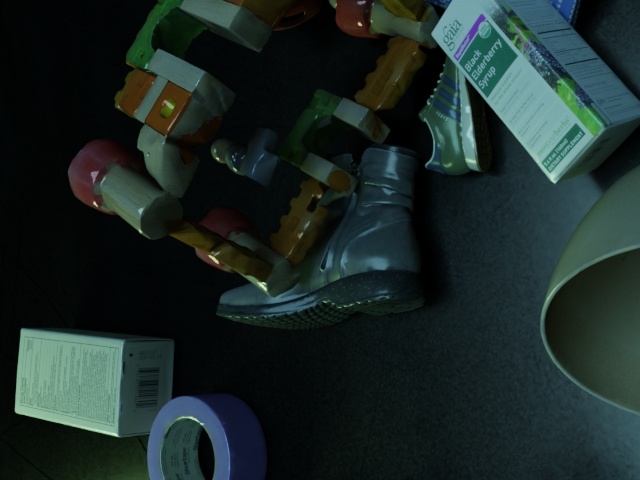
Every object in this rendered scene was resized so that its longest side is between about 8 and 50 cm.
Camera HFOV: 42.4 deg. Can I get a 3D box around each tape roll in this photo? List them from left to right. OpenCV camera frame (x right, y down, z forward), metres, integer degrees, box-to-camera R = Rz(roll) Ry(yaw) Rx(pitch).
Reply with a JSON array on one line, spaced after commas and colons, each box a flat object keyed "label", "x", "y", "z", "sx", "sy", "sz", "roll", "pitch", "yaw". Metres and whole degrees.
[{"label": "tape roll", "x": -0.175, "y": 0.330, "z": 1.261, "sx": 0.189, "sy": 0.080, "sz": 0.189, "roll": -4, "pitch": 84, "yaw": 40}]

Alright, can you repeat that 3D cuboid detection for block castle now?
[{"label": "block castle", "x": -0.081, "y": -0.185, "z": 1.026, "sx": 0.213, "sy": 0.303, "sz": 0.453, "roll": 33, "pitch": 92, "yaw": 43}]

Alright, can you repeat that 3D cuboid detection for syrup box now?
[{"label": "syrup box", "x": 0.239, "y": -0.188, "z": 0.919, "sx": 0.237, "sy": 0.096, "sz": 0.093, "roll": 55, "pitch": 140, "yaw": 20}]

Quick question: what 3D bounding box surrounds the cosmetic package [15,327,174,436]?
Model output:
[{"label": "cosmetic package", "x": -0.398, "y": 0.239, "z": 1.437, "sx": 0.309, "sy": 0.113, "sz": 0.160, "roll": 1, "pitch": 86, "yaw": 41}]

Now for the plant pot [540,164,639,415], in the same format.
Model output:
[{"label": "plant pot", "x": 0.358, "y": 0.018, "z": 0.749, "sx": 0.284, "sy": 0.284, "sz": 0.191, "roll": -14, "pitch": 42, "yaw": 39}]

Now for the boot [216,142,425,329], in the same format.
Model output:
[{"label": "boot", "x": 0.000, "y": 0.000, "z": 1.145, "sx": 0.338, "sy": 0.118, "sz": 0.223, "roll": -12, "pitch": 71, "yaw": 32}]

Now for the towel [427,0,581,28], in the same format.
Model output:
[{"label": "towel", "x": 0.191, "y": -0.392, "z": 0.994, "sx": 0.336, "sy": 0.040, "sz": 0.243, "roll": 37, "pitch": 135, "yaw": 35}]

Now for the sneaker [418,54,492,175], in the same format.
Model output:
[{"label": "sneaker", "x": 0.159, "y": -0.175, "z": 1.037, "sx": 0.086, "sy": 0.064, "sz": 0.192, "roll": -8, "pitch": 84, "yaw": 35}]

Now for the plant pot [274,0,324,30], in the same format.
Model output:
[{"label": "plant pot", "x": -0.102, "y": -0.458, "z": 1.180, "sx": 0.265, "sy": 0.272, "sz": 0.272, "roll": 48, "pitch": 116, "yaw": 23}]
